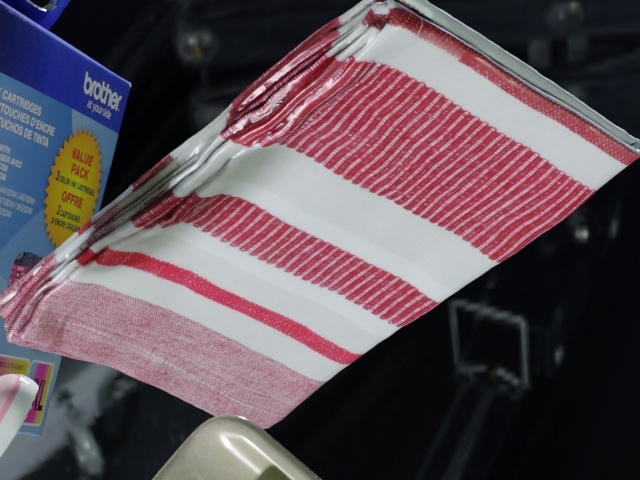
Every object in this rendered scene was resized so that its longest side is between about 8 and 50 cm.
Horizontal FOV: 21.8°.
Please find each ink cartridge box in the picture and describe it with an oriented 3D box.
[{"bbox_3d":[-0.301,-0.048,1.389,0.151,0.270,0.396,10,-95,18],"label":"ink cartridge box"}]

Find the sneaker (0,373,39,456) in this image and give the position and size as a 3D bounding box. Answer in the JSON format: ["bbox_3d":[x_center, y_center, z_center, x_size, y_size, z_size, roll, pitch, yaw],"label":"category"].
[{"bbox_3d":[-0.204,0.097,0.828,0.134,0.070,0.051,-38,-159,27],"label":"sneaker"}]

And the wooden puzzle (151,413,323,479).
[{"bbox_3d":[-0.030,0.223,0.658,0.221,0.044,0.239,41,-106,-1],"label":"wooden puzzle"}]

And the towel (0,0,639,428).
[{"bbox_3d":[0.000,0.000,0.985,0.329,0.237,0.037,-37,-131,28],"label":"towel"}]
